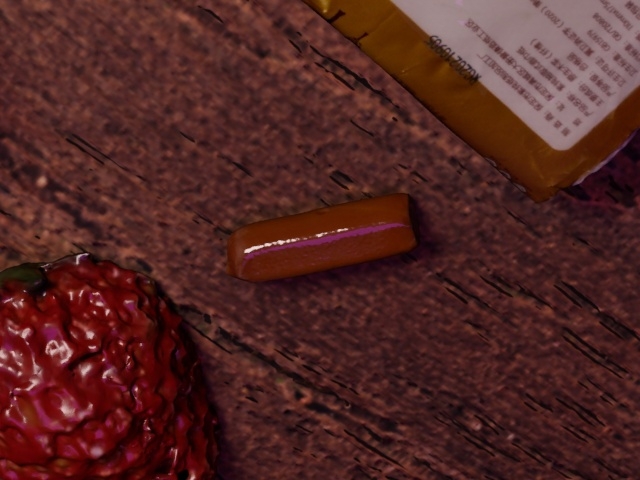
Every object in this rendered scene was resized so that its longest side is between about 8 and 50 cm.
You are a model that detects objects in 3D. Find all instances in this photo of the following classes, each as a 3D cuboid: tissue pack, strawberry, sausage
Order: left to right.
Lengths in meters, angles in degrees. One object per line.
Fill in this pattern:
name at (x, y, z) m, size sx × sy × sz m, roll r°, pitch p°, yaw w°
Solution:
strawberry at (-0.158, 0.127, 1.165) m, size 0.190 × 0.111 × 0.236 m, roll -37°, pitch 119°, yaw 16°
sausage at (0.000, 0.000, 1.135) m, size 0.131 × 0.039 × 0.041 m, roll -12°, pitch 125°, yaw 3°
tissue pack at (0.116, -0.152, 1.016) m, size 0.226 × 0.092 × 0.183 m, roll 38°, pitch 113°, yaw -25°
